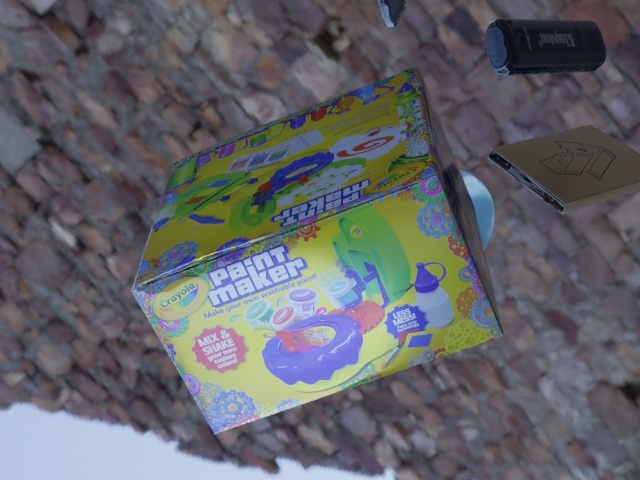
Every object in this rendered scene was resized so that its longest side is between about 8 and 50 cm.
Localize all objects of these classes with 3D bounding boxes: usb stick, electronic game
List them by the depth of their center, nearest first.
[{"bbox_3d":[0.315,-0.268,1.576,0.278,0.045,0.077,-12,-87,-49],"label":"usb stick"},{"bbox_3d":[0.076,-0.408,1.589,0.229,0.048,0.229,-13,-90,-81],"label":"electronic game"}]

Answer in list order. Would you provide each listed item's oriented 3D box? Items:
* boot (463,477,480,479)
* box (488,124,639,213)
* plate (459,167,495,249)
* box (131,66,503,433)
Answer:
[{"bbox_3d":[0.257,0.476,1.647,0.258,0.095,0.123,49,-120,-4],"label":"boot"},{"bbox_3d":[0.365,-0.106,1.625,0.201,0.021,0.164,-16,-140,-29],"label":"box"},{"bbox_3d":[0.149,-0.022,1.567,0.188,0.188,0.024,39,-167,-33],"label":"plate"},{"bbox_3d":[0.000,0.000,1.122,0.279,0.289,0.177,-86,-26,-63],"label":"box"}]
